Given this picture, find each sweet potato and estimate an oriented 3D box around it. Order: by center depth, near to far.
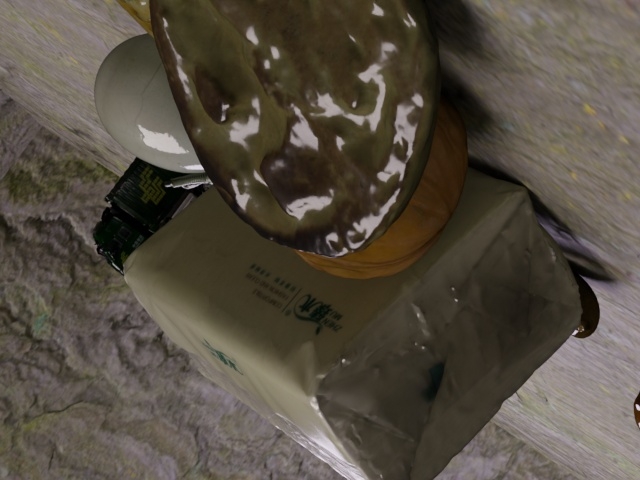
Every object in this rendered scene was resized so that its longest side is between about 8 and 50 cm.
[{"bbox_3d":[0.228,0.054,1.679,0.059,0.069,0.249,3,-176,-23],"label":"sweet potato"}]

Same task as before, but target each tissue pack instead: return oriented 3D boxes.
[{"bbox_3d":[0.029,0.049,1.618,0.380,0.297,0.207,25,154,51],"label":"tissue pack"}]

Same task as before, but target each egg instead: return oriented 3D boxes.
[{"bbox_3d":[-0.164,-0.156,1.870,0.209,0.151,0.151,25,170,21],"label":"egg"}]

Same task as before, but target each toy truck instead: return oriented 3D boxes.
[{"bbox_3d":[-0.211,-0.069,2.214,0.121,0.259,0.088,37,173,-9],"label":"toy truck"}]

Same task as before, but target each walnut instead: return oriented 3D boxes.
[{"bbox_3d":[0.017,-0.074,1.377,0.221,0.195,0.195,39,174,17],"label":"walnut"}]

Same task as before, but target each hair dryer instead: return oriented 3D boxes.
[{"bbox_3d":[-0.068,-0.093,1.900,0.199,0.067,0.167,-1,164,-23],"label":"hair dryer"}]

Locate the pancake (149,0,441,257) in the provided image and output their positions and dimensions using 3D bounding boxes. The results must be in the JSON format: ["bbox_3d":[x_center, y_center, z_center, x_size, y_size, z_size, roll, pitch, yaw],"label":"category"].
[{"bbox_3d":[-0.021,-0.125,1.215,0.294,0.049,0.294,21,125,34],"label":"pancake"}]

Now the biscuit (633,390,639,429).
[{"bbox_3d":[0.454,0.227,1.579,0.326,0.107,0.326,39,175,4],"label":"biscuit"}]

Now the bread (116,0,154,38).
[{"bbox_3d":[-0.086,-0.186,1.537,0.269,0.087,0.098,41,171,-38],"label":"bread"}]
